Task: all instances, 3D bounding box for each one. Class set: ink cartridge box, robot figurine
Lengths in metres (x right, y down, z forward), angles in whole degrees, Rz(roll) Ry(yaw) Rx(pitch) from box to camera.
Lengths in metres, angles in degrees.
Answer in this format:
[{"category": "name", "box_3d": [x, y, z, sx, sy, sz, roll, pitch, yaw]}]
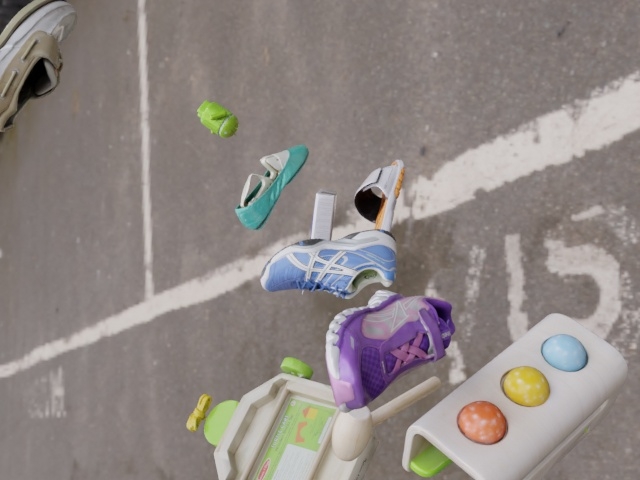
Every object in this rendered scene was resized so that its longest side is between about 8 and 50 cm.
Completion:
[{"category": "ink cartridge box", "box_3d": [0.000, 0.000, 1.752, 0.206, 0.045, 0.208, -74, -7, -84]}, {"category": "robot figurine", "box_3d": [-0.259, -0.308, 2.151, 0.067, 0.115, 0.101, -53, -6, -19]}]

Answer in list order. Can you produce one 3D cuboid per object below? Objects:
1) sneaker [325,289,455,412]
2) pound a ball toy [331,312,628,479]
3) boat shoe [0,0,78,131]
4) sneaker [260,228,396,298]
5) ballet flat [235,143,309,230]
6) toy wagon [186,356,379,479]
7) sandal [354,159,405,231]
[{"category": "sneaker", "box_3d": [0.083, 0.111, 0.912, 0.105, 0.236, 0.095, -3, 103, 25]}, {"category": "pound a ball toy", "box_3d": [0.194, 0.194, 1.020, 0.208, 0.319, 0.135, 38, 141, 32]}, {"category": "boat shoe", "box_3d": [-0.451, -0.268, 1.297, 0.302, 0.103, 0.113, -63, 1, -39]}, {"category": "sneaker", "box_3d": [0.012, 0.045, 1.248, 0.080, 0.211, 0.081, 62, -164, -58]}, {"category": "ballet flat", "box_3d": [-0.114, -0.141, 1.920, 0.083, 0.087, 0.247, 6, 59, 55]}, {"category": "toy wagon", "box_3d": [-0.072, 0.322, 1.367, 0.344, 0.068, 0.267, 7, 59, 39]}, {"category": "sandal", "box_3d": [0.102, -0.072, 1.585, 0.265, 0.076, 0.102, -73, 3, -48]}]
